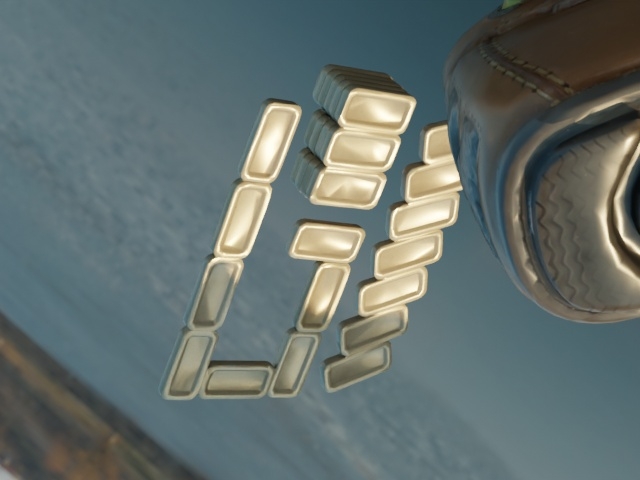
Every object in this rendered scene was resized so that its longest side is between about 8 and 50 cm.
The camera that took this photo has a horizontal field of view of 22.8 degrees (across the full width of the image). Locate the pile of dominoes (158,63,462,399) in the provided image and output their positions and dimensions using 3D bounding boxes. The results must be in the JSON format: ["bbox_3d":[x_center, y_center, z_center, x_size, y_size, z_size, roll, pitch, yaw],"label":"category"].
[{"bbox_3d":[0.000,0.000,1.125,0.196,0.251,0.040,5,-152,-36],"label":"pile of dominoes"}]

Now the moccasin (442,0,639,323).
[{"bbox_3d":[0.229,-0.077,0.524,0.147,0.380,0.139,-98,-13,-54],"label":"moccasin"}]
